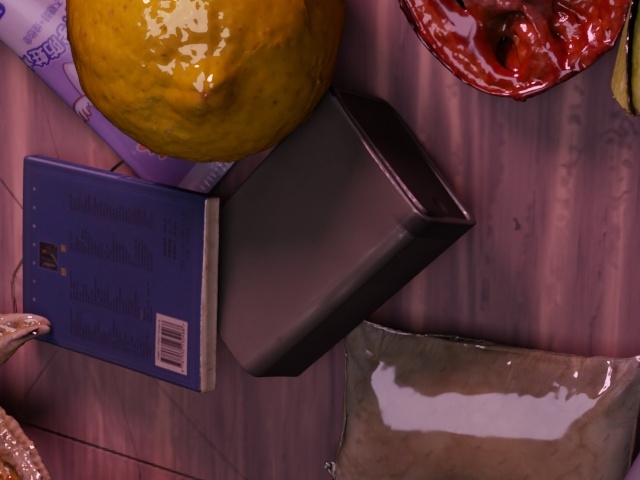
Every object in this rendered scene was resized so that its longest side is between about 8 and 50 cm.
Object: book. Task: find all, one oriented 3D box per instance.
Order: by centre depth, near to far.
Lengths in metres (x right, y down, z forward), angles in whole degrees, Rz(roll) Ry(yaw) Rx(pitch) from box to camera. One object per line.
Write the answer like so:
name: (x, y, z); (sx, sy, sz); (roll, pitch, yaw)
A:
book: (-0.199, 0.028, 1.822); (0.269, 0.025, 0.191); (13, 106, 41)

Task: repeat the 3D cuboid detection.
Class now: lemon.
lemon: (-0.106, -0.206, 1.689); (0.253, 0.310, 0.253); (-5, 131, -6)

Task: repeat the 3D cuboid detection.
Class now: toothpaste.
toothpaste: (-0.233, -0.187, 1.833); (0.371, 0.080, 0.125); (41, 105, -5)

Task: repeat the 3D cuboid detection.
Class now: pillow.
pillow: (0.155, 0.177, 1.803); (0.302, 0.075, 0.185); (8, 105, 11)

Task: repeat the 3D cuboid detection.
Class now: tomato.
tomato: (0.177, -0.246, 1.695); (0.228, 0.101, 0.228); (6, 111, 16)

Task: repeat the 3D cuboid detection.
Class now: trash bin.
trash bin: (0.000, 0.000, 1.761); (0.240, 0.122, 0.164); (-45, 67, 21)

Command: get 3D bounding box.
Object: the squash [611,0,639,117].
squash: (0.336, -0.182, 1.675); (0.192, 0.085, 0.184); (8, 81, -24)

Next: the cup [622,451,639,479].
cup: (0.417, 0.310, 1.696); (0.356, 0.259, 0.274); (18, 105, -23)

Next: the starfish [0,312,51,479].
starfish: (-0.460, 0.202, 1.911); (0.432, 0.082, 0.324); (-2, 76, 13)
